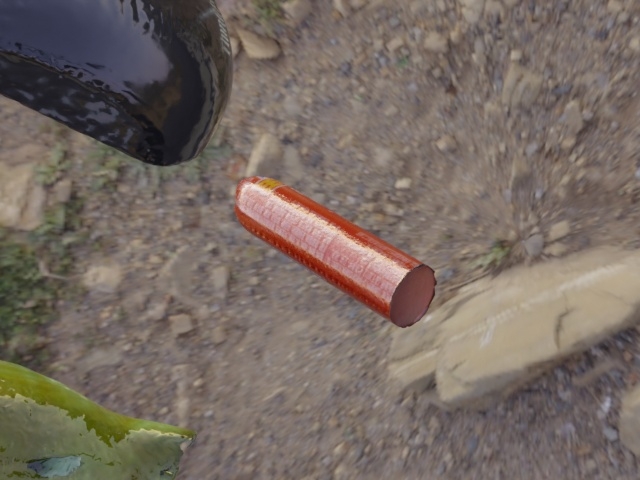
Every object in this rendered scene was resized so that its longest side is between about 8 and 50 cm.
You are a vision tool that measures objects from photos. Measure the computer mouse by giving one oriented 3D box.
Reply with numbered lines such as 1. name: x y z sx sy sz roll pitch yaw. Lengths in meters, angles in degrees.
1. computer mouse: -0.167 -0.168 0.882 0.269 0.170 0.100 24 134 -25

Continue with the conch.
1. conch: -0.177 0.113 0.672 0.201 0.079 0.094 22 99 -5

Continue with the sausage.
1. sausage: 0.000 0.000 0.620 0.129 0.034 0.034 31 95 37
